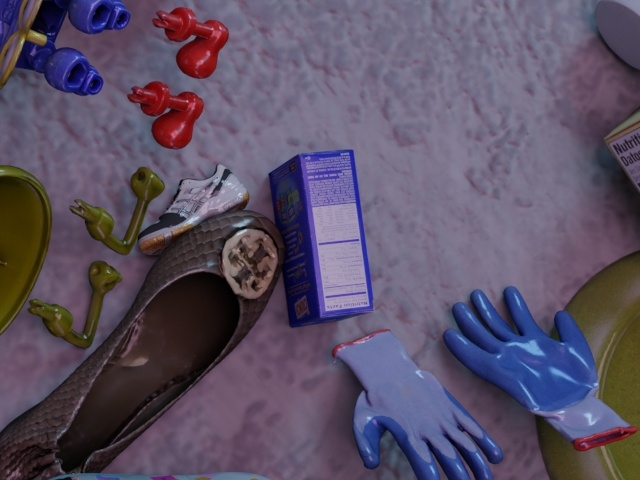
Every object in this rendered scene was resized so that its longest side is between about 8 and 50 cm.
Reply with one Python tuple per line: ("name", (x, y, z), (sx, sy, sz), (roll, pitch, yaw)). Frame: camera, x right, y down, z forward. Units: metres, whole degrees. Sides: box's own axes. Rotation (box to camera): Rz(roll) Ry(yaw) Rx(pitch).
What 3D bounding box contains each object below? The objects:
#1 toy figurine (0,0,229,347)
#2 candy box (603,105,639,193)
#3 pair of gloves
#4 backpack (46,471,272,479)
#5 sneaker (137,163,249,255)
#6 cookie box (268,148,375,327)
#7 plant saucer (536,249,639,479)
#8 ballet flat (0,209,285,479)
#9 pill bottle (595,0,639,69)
("toy figurine", (-0.205, -0.130, 1.248), (0.191, 0.217, 0.362), (4, 113, -57))
("candy box", (0.357, 0.003, 1.389), (0.183, 0.087, 0.316), (-38, 95, -39))
("pair of gloves", (0.101, 0.098, 1.306), (0.198, 0.023, 0.159), (-15, 43, -24))
("backpack", (-0.084, 0.229, 1.215), (0.188, 0.144, 0.166), (-3, 111, -27))
("sneaker", (-0.089, -0.021, 1.313), (0.083, 0.032, 0.037), (-29, 76, -21))
("cookie box", (0.000, 0.000, 1.303), (0.040, 0.092, 0.107), (-6, 86, -15))
("plant saucer", (0.270, 0.119, 1.400), (0.241, 0.037, 0.241), (2, 83, -16))
("ballet flat", (-0.110, 0.078, 1.266), (0.250, 0.058, 0.084), (-43, 113, -15))
("pill bottle", (0.264, -0.187, 1.415), (0.137, 0.078, 0.078), (-42, 96, -17))
